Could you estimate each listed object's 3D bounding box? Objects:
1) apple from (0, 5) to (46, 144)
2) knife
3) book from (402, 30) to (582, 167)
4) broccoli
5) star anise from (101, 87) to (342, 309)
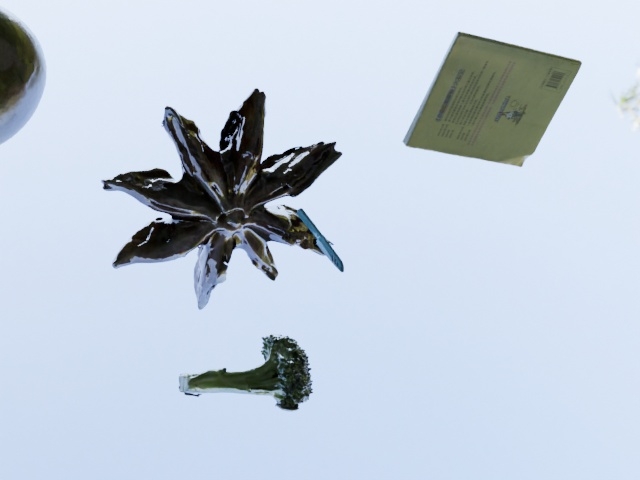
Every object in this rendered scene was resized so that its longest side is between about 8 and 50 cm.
[{"bbox_3d":[-0.410,-0.186,1.156,0.196,0.196,0.157,34,-119,-23],"label":"apple"},{"bbox_3d":[0.000,0.000,1.084,0.005,0.014,0.091,-8,-130,-43],"label":"knife"},{"bbox_3d":[0.222,-0.176,1.315,0.192,0.168,0.013,8,-145,-26],"label":"book"},{"bbox_3d":[-0.107,0.203,1.508,0.204,0.118,0.122,-3,-106,-28],"label":"broccoli"},{"bbox_3d":[-0.103,-0.037,1.124,0.288,0.288,0.088,28,-158,-26],"label":"star anise"}]
